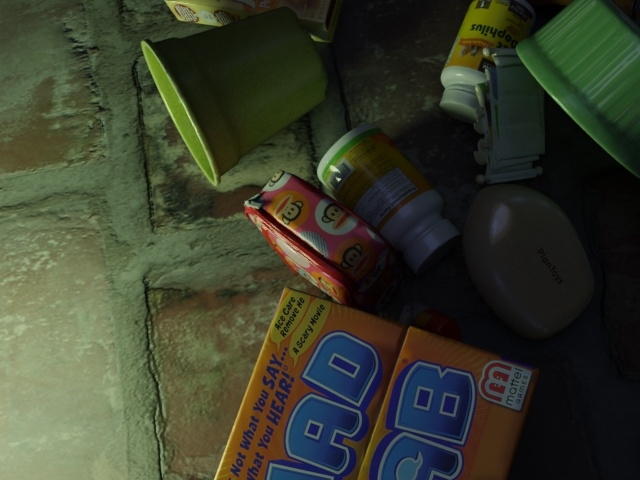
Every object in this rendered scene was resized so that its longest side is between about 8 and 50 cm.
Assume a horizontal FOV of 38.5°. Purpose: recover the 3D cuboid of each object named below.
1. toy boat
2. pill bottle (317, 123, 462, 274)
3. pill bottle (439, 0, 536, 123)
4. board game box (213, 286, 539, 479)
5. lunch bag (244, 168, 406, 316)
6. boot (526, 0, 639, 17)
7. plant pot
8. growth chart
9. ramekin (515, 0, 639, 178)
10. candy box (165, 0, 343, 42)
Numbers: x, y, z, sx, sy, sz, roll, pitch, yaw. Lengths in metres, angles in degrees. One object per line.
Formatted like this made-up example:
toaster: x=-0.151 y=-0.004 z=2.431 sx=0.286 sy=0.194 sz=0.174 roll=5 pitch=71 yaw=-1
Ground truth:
toy boat: x=0.265 y=0.061 z=1.445 sx=0.318 sy=0.148 sz=0.267 roll=-34 pitch=105 yaw=-13
pill bottle: x=0.119 y=-0.066 z=1.534 sx=0.136 sy=0.136 sz=0.245 roll=-40 pitch=73 yaw=-1
pill bottle: x=0.282 y=-0.313 z=1.578 sx=0.117 sy=0.117 sz=0.214 roll=20 pitch=80 yaw=15
board game box: x=0.087 y=0.316 z=1.327 sx=0.357 sy=0.356 sz=0.356 roll=17 pitch=79 yaw=14
lunch bag: x=0.000 y=0.000 z=1.459 sx=0.258 sy=0.293 sz=0.120 roll=37 pitch=84 yaw=21
boot: x=0.421 y=-0.518 z=1.557 sx=0.281 sy=0.096 sz=0.264 roll=11 pitch=90 yaw=32
plant pot: x=-0.134 y=-0.273 z=1.589 sx=0.254 sy=0.276 sz=0.276 roll=-28 pitch=72 yaw=-9
growth chart: x=0.317 y=-0.209 z=1.522 sx=0.172 sy=0.021 sz=0.237 roll=1 pitch=92 yaw=-33
ramekin: x=0.461 y=-0.247 z=1.412 sx=0.148 sy=0.303 sz=0.303 roll=-46 pitch=71 yaw=23
candy box: x=-0.112 y=-0.488 z=1.711 sx=0.317 sy=0.087 sz=0.182 roll=12 pitch=78 yaw=12
